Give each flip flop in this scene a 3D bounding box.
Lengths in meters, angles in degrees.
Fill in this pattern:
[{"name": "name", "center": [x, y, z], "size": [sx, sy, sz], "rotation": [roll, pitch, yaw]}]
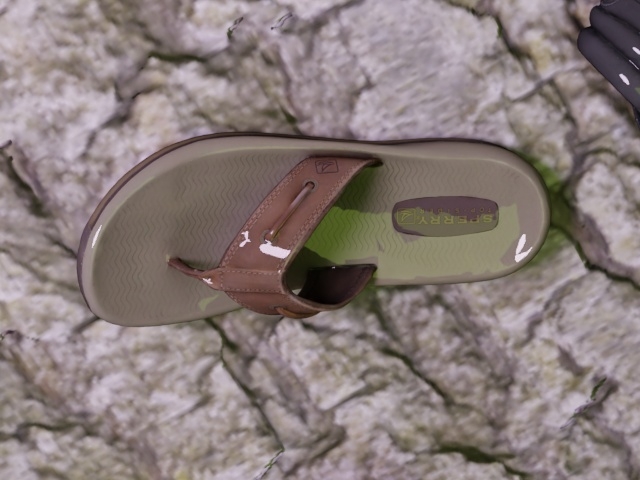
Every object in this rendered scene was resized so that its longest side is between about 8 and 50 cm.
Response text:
[{"name": "flip flop", "center": [0.000, 0.000, 1.025], "size": [0.277, 0.080, 0.112], "rotation": [-3, 114, -7]}]

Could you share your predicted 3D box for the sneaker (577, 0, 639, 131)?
[{"name": "sneaker", "center": [0.271, -0.079, 1.023], "size": [0.295, 0.104, 0.147], "rotation": [35, 107, -14]}]
